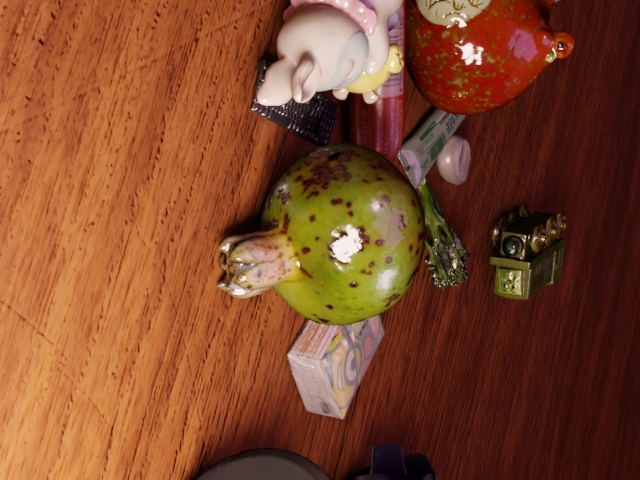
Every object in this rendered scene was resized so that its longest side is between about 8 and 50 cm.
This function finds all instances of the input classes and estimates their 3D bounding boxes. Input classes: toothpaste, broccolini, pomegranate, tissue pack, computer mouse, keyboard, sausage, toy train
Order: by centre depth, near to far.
[{"bbox_3d":[0.000,0.000,1.604,0.248,0.202,0.202,-16,114,-32],"label":"pomegranate"},{"bbox_3d":[-0.027,-0.154,1.678,0.195,0.018,0.060,20,81,-64],"label":"keyboard"},{"bbox_3d":[0.022,0.127,1.803,0.148,0.060,0.108,-60,148,-38],"label":"tissue pack"},{"bbox_3d":[0.069,-0.203,1.804,0.074,0.074,0.274,-32,124,-59],"label":"sausage"},{"bbox_3d":[0.163,-0.154,2.056,0.218,0.041,0.064,-52,123,-45],"label":"toothpaste"},{"bbox_3d":[0.156,-0.023,2.090,0.201,0.058,0.074,62,25,-28],"label":"broccolini"},{"bbox_3d":[0.189,-0.117,2.120,0.096,0.039,0.066,43,58,-69],"label":"computer mouse"},{"bbox_3d":[0.342,0.020,2.424,0.225,0.090,0.137,-24,121,-61],"label":"toy train"}]

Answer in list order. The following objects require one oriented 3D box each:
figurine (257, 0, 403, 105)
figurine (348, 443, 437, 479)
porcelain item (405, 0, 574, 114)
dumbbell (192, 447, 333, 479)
[{"bbox_3d":[0.014,-0.215,1.614,0.155,0.127,0.235,60,43,-54],"label":"figurine"},{"bbox_3d":[0.087,0.404,1.873,0.143,0.308,0.308,14,82,-27],"label":"figurine"},{"bbox_3d":[0.232,-0.283,1.945,0.253,0.253,0.253,-27,121,-60],"label":"porcelain item"},{"bbox_3d":[-0.020,0.370,1.609,0.322,0.204,0.203,54,49,-56],"label":"dumbbell"}]
